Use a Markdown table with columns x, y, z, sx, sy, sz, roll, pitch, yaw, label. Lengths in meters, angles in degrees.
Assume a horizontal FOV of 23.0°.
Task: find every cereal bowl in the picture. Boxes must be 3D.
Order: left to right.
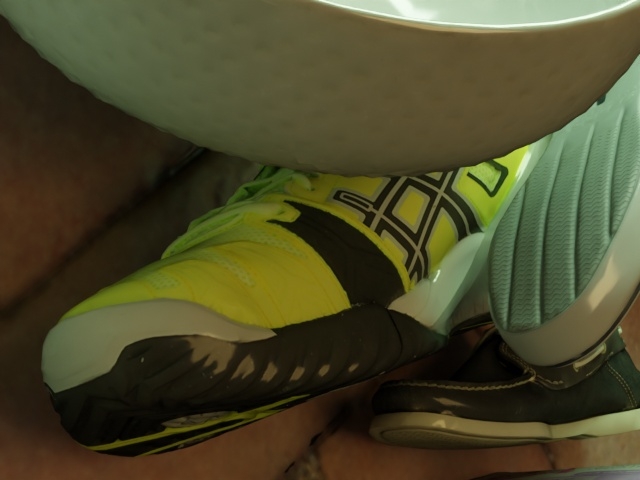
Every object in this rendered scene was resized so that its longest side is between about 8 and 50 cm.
| x | y | z | sx | sy | sz | roll | pitch | yaw | label |
| --- | --- | --- | --- | --- | --- | --- | --- | --- | --- |
| -0.012 | -0.143 | 0.715 | 0.339 | 0.141 | 0.339 | 11 | 40 | -9 | cereal bowl |

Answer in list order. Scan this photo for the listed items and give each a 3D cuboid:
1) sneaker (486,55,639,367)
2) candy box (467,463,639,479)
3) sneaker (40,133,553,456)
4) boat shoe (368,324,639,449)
| x | y | z | sx | sy | sz | roll | pitch | yaw | label |
| --- | --- | --- | --- | --- | --- | --- | --- | --- | --- |
| 0.157 | -0.017 | 0.784 | 0.091 | 0.094 | 0.258 | 49 | 41 | -18 | sneaker |
| 0.152 | 0.221 | 0.840 | 0.070 | 0.165 | 0.196 | -7 | 86 | -45 | candy box |
| 0.000 | 0.000 | 0.780 | 0.385 | 0.145 | 0.147 | -18 | 87 | -53 | sneaker |
| 0.104 | 0.078 | 0.883 | 0.233 | 0.084 | 0.079 | 1 | 81 | -50 | boat shoe |
